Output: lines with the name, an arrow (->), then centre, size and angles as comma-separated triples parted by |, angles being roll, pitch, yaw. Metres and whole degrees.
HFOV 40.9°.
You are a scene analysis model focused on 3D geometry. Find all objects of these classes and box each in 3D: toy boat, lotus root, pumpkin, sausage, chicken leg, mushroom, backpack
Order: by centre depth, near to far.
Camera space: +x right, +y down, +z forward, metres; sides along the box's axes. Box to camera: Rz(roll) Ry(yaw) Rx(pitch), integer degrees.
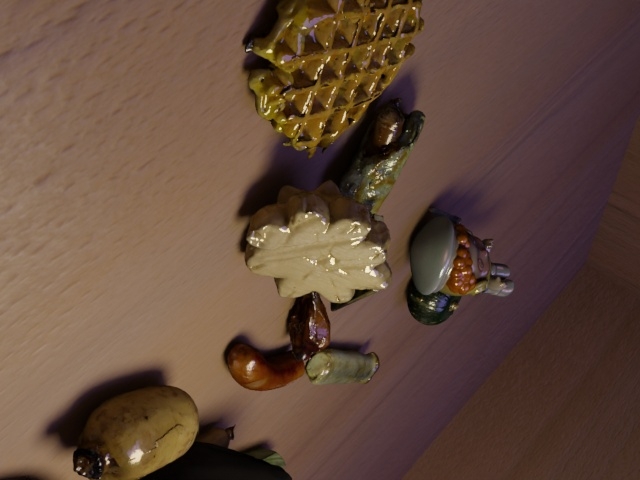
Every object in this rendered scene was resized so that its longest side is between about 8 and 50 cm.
lotus root -> -0.330, 0.346, 1.520 | 0.284, 0.146, 0.160 | -19, 117, -62
backpack -> -0.266, 0.649, 1.819 | 0.445, 0.364, 0.254 | -59, -161, 31
chicken leg -> -0.015, 0.143, 1.862 | 0.093, 0.113, 0.304 | -7, 136, -14
sausage -> -0.122, 0.281, 1.882 | 0.102, 0.076, 0.302 | -65, 156, 2
lotus root -> -0.246, 0.455, 1.884 | 0.150, 0.062, 0.073 | -27, 142, -27
toy boat -> -0.177, 0.560, 2.116 | 0.293, 0.093, 0.055 | 0, 95, -62
mushroom -> 0.060, 0.333, 2.270 | 0.312, 0.081, 0.099 | 15, 104, -59
pumpkin -> 0.324, 0.154, 2.432 | 0.190, 0.146, 0.190 | -63, 176, -7

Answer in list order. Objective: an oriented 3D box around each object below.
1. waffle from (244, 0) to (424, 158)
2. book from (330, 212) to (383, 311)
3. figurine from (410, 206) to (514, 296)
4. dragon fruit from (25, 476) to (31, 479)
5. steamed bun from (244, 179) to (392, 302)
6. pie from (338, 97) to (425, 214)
waffle -> 0.041, -0.324, 1.427 | 0.382, 0.095, 0.379 | -52, 157, -2
book -> 0.071, 0.050, 1.775 | 0.228, 0.024, 0.160 | 146, -51, -64
figurine -> 0.382, 0.090, 2.287 | 0.205, 0.224, 0.382 | -26, 136, 34
dragon fruit -> -0.535, 0.512, 1.404 | 0.343, 0.100, 0.282 | -39, 149, -37
steamed bun -> 0.000, 0.000, 1.600 | 0.292, 0.296, 0.137 | 121, -22, -48
pie -> 0.129, -0.155, 1.767 | 0.274, 0.105, 0.257 | -60, 164, 12
